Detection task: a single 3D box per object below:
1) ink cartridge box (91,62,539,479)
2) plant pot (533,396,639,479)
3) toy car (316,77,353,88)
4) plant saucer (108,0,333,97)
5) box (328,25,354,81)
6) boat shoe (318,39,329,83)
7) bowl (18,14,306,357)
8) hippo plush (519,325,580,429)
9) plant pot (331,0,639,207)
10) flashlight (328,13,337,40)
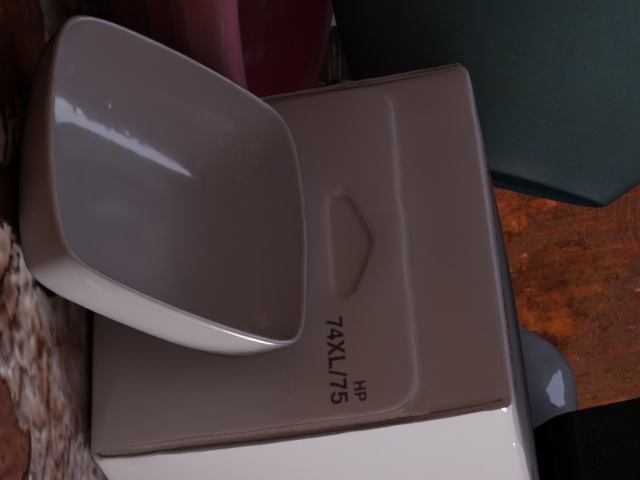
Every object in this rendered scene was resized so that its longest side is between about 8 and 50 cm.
[{"bbox_3d":[0.009,0.075,0.902,0.270,0.197,0.198,72,12,-55],"label":"ink cartridge box"},{"bbox_3d":[0.198,0.188,1.037,0.187,0.188,0.167,126,-49,-65],"label":"plant pot"},{"bbox_3d":[0.016,-0.069,1.419,0.225,0.053,0.239,125,-40,-67],"label":"toy car"},{"bbox_3d":[-0.049,-0.213,0.946,0.332,0.084,0.332,6,90,-80],"label":"plant saucer"},{"bbox_3d":[0.055,-0.077,1.487,0.183,0.056,0.231,-159,-112,-75],"label":"box"},{"bbox_3d":[0.021,-0.106,1.729,0.073,0.073,0.207,65,17,-59],"label":"boat shoe"},{"bbox_3d":[-0.075,-0.018,0.750,0.142,0.053,0.142,25,48,-35],"label":"bowl"},{"bbox_3d":[0.082,0.183,1.183,0.294,0.237,0.234,74,10,-45],"label":"hippo plush"},{"bbox_3d":[0.126,-0.129,0.980,0.290,0.290,0.195,16,89,-82],"label":"plant pot"},{"bbox_3d":[0.038,-0.179,1.862,0.103,0.103,0.304,1,79,-56],"label":"flashlight"}]
